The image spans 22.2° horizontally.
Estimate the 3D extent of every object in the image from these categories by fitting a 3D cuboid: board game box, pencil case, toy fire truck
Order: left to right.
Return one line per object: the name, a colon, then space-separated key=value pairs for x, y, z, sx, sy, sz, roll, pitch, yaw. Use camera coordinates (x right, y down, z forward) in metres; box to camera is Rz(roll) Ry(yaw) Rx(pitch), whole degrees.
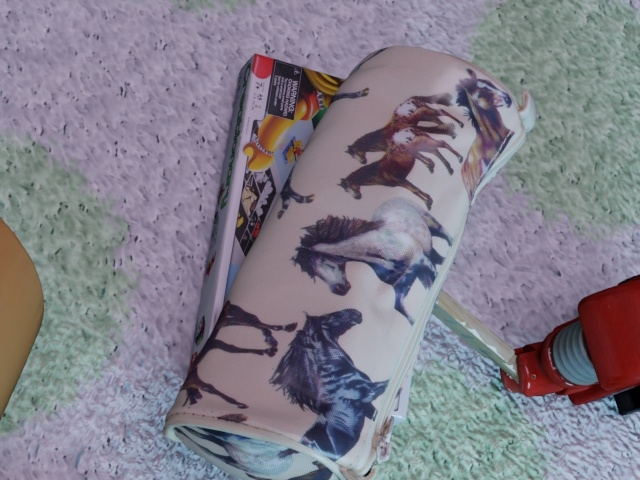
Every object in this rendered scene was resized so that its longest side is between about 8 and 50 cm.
board game box: x=0.000 y=0.000 z=1.472 sx=0.193 sy=0.053 sz=0.305 roll=14 pitch=70 yaw=-17
pencil case: x=0.037 y=0.022 z=1.357 sx=0.184 sy=0.160 sz=0.410 roll=22 pitch=66 yaw=10
toy fire truck: x=0.225 y=0.080 z=1.441 sx=0.246 sy=0.217 sz=0.158 roll=-10 pitch=79 yaw=-23

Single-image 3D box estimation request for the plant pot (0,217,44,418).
plant pot: x=-0.344 y=0.072 z=1.215 sx=0.291 sy=0.291 sz=0.203 roll=39 pitch=49 yaw=-6
